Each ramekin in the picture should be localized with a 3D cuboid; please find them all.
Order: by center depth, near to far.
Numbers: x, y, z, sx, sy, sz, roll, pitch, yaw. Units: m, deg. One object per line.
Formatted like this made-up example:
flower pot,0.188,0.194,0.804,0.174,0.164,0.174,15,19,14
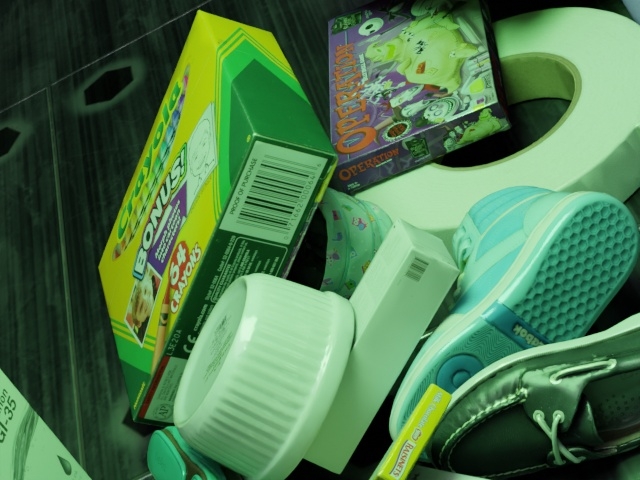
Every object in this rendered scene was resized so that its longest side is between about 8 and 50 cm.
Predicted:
ramekin,-0.062,0.131,1.561,0.207,0.109,0.207,-58,15,26

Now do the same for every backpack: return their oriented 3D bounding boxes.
backpack,0.000,0.000,1.761,0.115,0.152,0.182,-5,11,-25

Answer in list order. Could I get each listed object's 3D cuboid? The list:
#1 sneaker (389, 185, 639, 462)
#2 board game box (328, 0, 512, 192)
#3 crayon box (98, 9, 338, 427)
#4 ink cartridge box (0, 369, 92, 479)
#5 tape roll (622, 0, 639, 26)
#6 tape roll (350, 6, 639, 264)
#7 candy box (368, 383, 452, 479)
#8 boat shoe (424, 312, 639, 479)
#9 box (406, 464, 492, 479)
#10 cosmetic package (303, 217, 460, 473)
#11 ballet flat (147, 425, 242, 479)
sneaker,0.166,0.075,1.587,0.319,0.127,0.208,-46,21,-5
board game box,0.111,-0.206,1.907,0.208,0.056,0.347,-25,33,16
crayon box,-0.129,-0.025,1.753,0.363,0.106,0.313,-65,27,24
ink cartridge box,-0.347,0.266,1.572,0.117,0.283,0.207,-15,38,23
tape roll,0.436,-0.317,1.820,0.189,0.080,0.189,-31,6,3
tape roll,0.216,-0.125,1.827,0.392,0.072,0.392,-21,35,15
candy box,0.060,0.215,1.430,0.027,0.206,0.105,29,58,4
boat shoe,0.239,0.148,1.425,0.302,0.114,0.091,-28,28,6
box,0.116,0.268,1.390,0.101,0.087,0.102,5,48,42
cosmetic package,0.049,0.104,1.558,0.239,0.060,0.099,-60,16,13
ballet flat,-0.105,0.258,1.570,0.087,0.083,0.247,8,19,-21
